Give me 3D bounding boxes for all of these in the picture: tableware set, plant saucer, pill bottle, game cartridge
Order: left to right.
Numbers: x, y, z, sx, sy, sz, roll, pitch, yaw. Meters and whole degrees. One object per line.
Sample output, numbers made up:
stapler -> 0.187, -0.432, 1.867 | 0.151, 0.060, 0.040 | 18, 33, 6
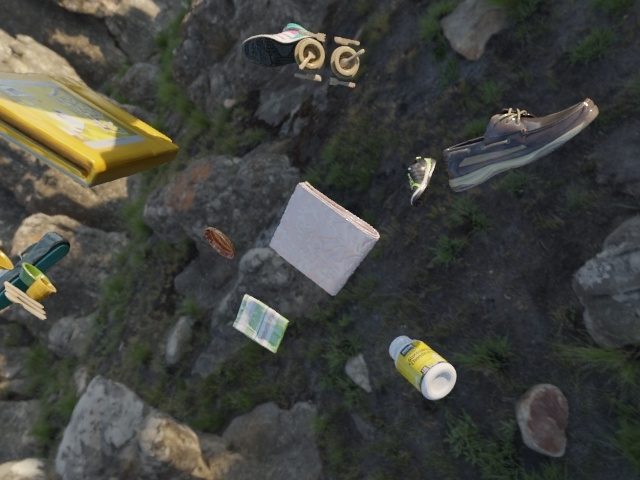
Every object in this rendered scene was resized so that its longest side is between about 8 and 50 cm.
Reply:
tableware set -> -0.321, 0.009, 0.432 | 0.024, 0.154, 0.104 | -45, 39, -12
game cartridge -> -0.443, -0.217, 0.815 | 0.053, 0.285, 0.324 | -57, 4, 20
plant saucer -> -0.211, 0.004, 0.946 | 0.083, 0.083, 0.013 | -4, 36, 53
tableware set -> 0.025, -0.502, 1.232 | 0.039, 0.194, 0.128 | -153, 67, -65
pill bottle -> 0.261, 0.327, 1.179 | 0.103, 0.103, 0.184 | -60, 29, 3

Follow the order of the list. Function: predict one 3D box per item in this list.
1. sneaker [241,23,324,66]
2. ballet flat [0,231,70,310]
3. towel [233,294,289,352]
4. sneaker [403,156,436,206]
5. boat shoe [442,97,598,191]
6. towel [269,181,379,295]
sneaker -> -0.148, -0.727, 1.655 | 0.178, 0.295, 0.124 | -110, 18, -54
ballet flat -> -0.665, 0.065, 1.003 | 0.213, 0.068, 0.072 | -50, -11, -24
towel -> -0.169, 0.233, 1.247 | 0.152, 0.023, 0.113 | 28, 109, 21
sneaker -> 0.332, -0.207, 1.556 | 0.097, 0.084, 0.235 | 16, 49, 16
boat shoe -> 0.433, -0.234, 1.030 | 0.355, 0.130, 0.132 | -27, 6, 39
towel -> 0.000, 0.000, 1.538 | 0.053, 0.317, 0.332 | -46, -9, -47
